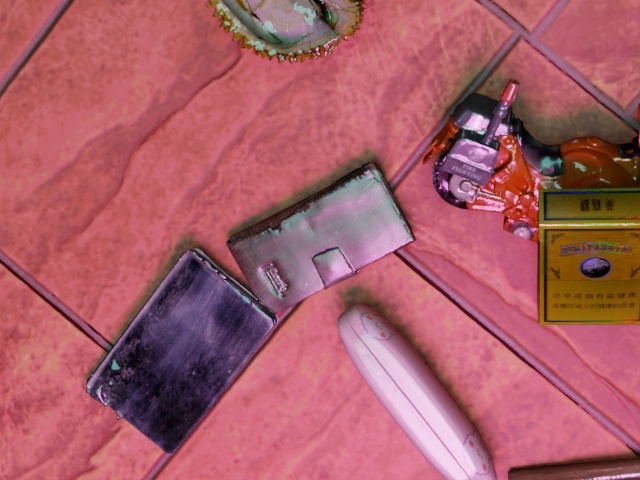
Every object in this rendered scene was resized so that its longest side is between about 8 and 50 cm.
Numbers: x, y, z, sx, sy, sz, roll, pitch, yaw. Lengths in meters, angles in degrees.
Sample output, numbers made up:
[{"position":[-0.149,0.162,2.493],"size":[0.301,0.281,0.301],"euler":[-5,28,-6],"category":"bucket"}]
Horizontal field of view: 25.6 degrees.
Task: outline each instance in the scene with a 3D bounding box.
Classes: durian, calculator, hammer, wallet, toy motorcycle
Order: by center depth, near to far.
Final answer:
[{"position":[0.301,-0.093,1.759],"size":[0.326,0.148,0.221],"euler":[21,121,-1],"category":"toy motorcycle"},{"position":[-0.047,-0.339,1.778],"size":[0.193,0.138,0.237],"euler":[-17,96,12],"category":"durian"},{"position":[0.424,0.297,1.813],"size":[0.365,0.111,0.043],"euler":[-8,130,15],"category":"hammer"},{"position":[0.000,0.000,1.854],"size":[0.230,0.042,0.124],"euler":[-28,94,12],"category":"wallet"},{"position":[-0.189,0.153,1.895],"size":[0.161,0.021,0.261],"euler":[40,107,2],"category":"calculator"}]

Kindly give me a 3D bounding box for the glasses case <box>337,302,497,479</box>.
[{"position":[0.125,0.206,1.824],"size":[0.075,0.113,0.297],"euler":[-37,91,8],"category":"glasses case"}]

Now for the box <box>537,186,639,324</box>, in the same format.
[{"position":[0.337,0.022,1.733],"size":[0.141,0.220,0.064],"euler":[0,52,8],"category":"box"}]
